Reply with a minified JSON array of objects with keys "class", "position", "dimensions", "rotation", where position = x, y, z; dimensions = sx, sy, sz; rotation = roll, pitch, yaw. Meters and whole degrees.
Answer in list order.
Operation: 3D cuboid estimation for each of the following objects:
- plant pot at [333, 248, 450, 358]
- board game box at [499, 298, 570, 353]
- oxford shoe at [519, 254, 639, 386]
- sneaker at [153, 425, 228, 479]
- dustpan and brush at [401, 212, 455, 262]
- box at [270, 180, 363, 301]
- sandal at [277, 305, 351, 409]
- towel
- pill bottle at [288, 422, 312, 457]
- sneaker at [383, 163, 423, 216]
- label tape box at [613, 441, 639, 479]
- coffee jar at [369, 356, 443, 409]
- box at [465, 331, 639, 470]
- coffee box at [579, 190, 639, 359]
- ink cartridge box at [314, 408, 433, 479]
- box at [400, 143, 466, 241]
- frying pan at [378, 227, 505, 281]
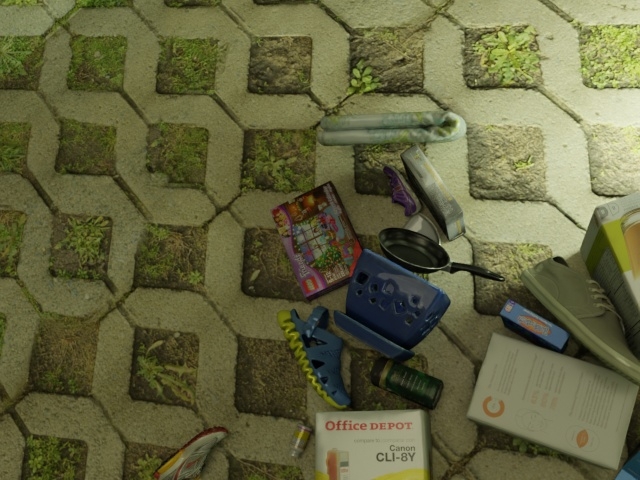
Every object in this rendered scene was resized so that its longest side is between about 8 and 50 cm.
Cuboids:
[{"class":"plant pot","position":[0.178,0.179,1.821],"dimensions":[0.235,0.236,0.212],"rotation":[29,87,20]},{"class":"board game box","position":[0.524,0.218,1.725],"dimensions":[0.160,0.210,0.047],"rotation":[31,87,24]},{"class":"oxford shoe","position":[0.625,0.168,1.653],"dimensions":[0.130,0.169,0.449],"rotation":[-43,30,10]},{"class":"sneaker","position":[-0.336,0.586,1.906],"dimensions":[0.225,0.088,0.093],"rotation":[-40,88,0]},{"class":"dustpan and brush","position":[0.294,0.024,1.928],"dimensions":[0.211,0.060,0.147],"rotation":[37,84,21]},{"class":"box","position":[0.000,0.000,2.011],"dimensions":[0.200,0.057,0.294],"rotation":[-26,69,6]},{"class":"sandal","position":[0.005,0.297,1.885],"dimensions":[0.138,0.126,0.318],"rotation":[-29,70,-1]},{"class":"towel","position":[0.200,-0.301,1.920],"dimensions":[0.374,0.320,0.090],"rotation":[0,100,15]},{"class":"pill bottle","position":[-0.056,0.528,1.864],"dimensions":[0.043,0.043,0.083],"rotation":[19,79,19]},{"class":"sneaker","position":[0.220,-0.143,1.999],"dimensions":[0.071,0.068,0.170],"rotation":[-34,68,8]},{"class":"label tape box","position":[0.857,0.513,1.608],"dimensions":[0.240,0.106,0.334],"rotation":[36,84,22]},{"class":"coffee jar","position":[0.219,0.365,1.819],"dimensions":[0.184,0.096,0.079],"rotation":[19,75,18]},{"class":"box","position":[0.547,0.384,1.693],"dimensions":[0.345,0.168,0.215],"rotation":[17,78,18]},{"class":"coffee box","position":[0.836,0.070,1.628],"dimensions":[0.337,0.338,0.335],"rotation":[-19,69,8]},{"class":"ink cartridge box","position":[0.132,0.611,1.728],"dimensions":[0.279,0.160,0.385],"rotation":[-5,72,13]},{"class":"box","position":[0.306,-0.126,1.908],"dimensions":[0.056,0.183,0.231],"rotation":[-32,67,2]},{"class":"frying pan","position":[0.301,0.041,1.852],"dimensions":[0.325,0.197,0.053],"rotation":[12,117,-14]}]
